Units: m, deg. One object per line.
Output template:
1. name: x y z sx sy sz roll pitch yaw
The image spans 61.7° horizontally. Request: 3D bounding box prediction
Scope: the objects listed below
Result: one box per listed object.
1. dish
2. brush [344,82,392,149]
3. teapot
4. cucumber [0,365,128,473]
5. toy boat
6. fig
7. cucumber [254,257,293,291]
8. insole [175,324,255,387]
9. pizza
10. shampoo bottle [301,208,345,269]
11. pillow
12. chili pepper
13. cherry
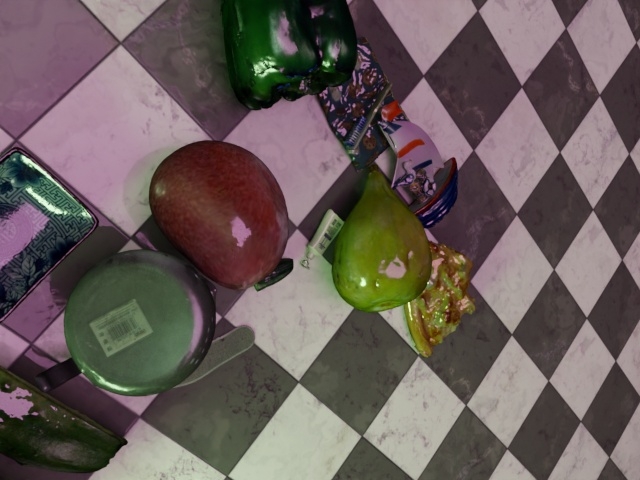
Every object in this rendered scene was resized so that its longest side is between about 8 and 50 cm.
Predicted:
1. dish: -0.515 -0.009 0.868 0.243 0.080 0.182 -51 123 -18
2. brush: 0.104 -0.280 1.188 0.030 0.033 0.179 32 82 -15
3. teapot: -0.299 0.162 0.922 0.223 0.285 0.306 31 87 -1
4. cucumber: -0.484 0.326 0.922 0.325 0.105 0.145 45 73 -29
5. toy boat: 0.243 -0.188 1.293 0.219 0.072 0.319 -22 106 -28
6. fig: 0.110 0.004 1.177 0.233 0.233 0.314 -25 90 -25
7. cucumber: -0.099 0.069 1.142 0.105 0.048 0.048 -24 107 -27
8. insole: -0.238 0.242 1.106 0.231 0.003 0.080 -22 106 -26
9. pizza: 0.313 0.130 1.365 0.222 0.089 0.324 -10 101 -26
10. shampoo bottle: 0.000 0.000 1.197 0.049 0.034 0.141 42 75 -34
11. pillow: 0.092 -0.310 1.215 0.189 0.034 0.256 -40 115 -18
12. chili pepper: -0.072 -0.390 1.006 0.248 0.233 0.257 -17 98 -43
13. cherry: -0.171 -0.046 0.955 0.221 0.308 0.261 -40 142 13
